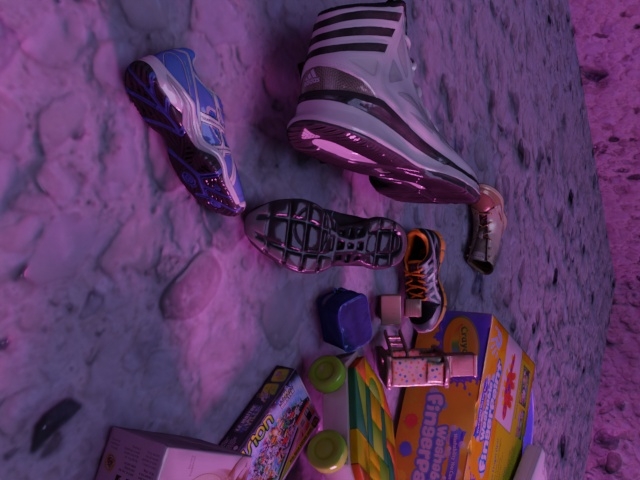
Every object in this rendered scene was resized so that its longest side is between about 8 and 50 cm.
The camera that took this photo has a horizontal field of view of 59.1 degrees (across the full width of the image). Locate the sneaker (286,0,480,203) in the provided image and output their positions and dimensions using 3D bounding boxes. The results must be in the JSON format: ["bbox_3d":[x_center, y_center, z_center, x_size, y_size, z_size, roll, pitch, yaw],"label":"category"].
[{"bbox_3d":[0.141,-0.211,0.874,0.447,0.169,0.258,18,78,-51],"label":"sneaker"}]

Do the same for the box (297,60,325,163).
[{"bbox_3d":[0.061,-0.239,0.946,0.233,0.044,0.159,-36,120,-48],"label":"box"}]

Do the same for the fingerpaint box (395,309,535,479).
[{"bbox_3d":[0.310,0.417,1.214,0.371,0.163,0.445,39,60,-48],"label":"fingerpaint box"}]

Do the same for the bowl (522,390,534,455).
[{"bbox_3d":[0.490,0.524,1.539,0.391,0.077,0.392,-2,93,-54],"label":"bowl"}]

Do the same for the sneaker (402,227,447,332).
[{"bbox_3d":[0.197,0.075,1.122,0.083,0.084,0.215,24,62,-50],"label":"sneaker"}]

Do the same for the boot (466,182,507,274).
[{"bbox_3d":[0.403,-0.027,1.402,0.213,0.077,0.165,49,55,-46],"label":"boot"}]

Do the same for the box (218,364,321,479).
[{"bbox_3d":[-0.081,0.287,0.776,0.207,0.036,0.114,-51,129,-40],"label":"box"}]

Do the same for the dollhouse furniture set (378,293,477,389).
[{"bbox_3d":[0.201,0.176,1.020,0.101,0.181,0.161,-151,-120,-86],"label":"dollhouse furniture set"}]

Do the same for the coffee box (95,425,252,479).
[{"bbox_3d":[-0.178,0.336,0.590,0.141,0.098,0.247,35,63,-49],"label":"coffee box"}]

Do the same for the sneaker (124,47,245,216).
[{"bbox_3d":[-0.134,-0.121,0.652,0.081,0.080,0.211,-50,131,-36],"label":"sneaker"}]

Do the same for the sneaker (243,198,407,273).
[{"bbox_3d":[0.000,0.000,0.836,0.267,0.106,0.101,10,88,-34],"label":"sneaker"}]

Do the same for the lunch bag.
[{"bbox_3d":[0.035,0.122,0.908,0.067,0.065,0.099,-20,109,-36],"label":"lunch bag"}]

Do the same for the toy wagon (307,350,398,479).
[{"bbox_3d":[0.062,0.347,0.852,0.344,0.068,0.267,-90,157,-44],"label":"toy wagon"}]

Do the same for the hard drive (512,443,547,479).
[{"bbox_3d":[0.418,0.643,1.195,0.353,0.047,0.233,-38,122,-48],"label":"hard drive"}]
